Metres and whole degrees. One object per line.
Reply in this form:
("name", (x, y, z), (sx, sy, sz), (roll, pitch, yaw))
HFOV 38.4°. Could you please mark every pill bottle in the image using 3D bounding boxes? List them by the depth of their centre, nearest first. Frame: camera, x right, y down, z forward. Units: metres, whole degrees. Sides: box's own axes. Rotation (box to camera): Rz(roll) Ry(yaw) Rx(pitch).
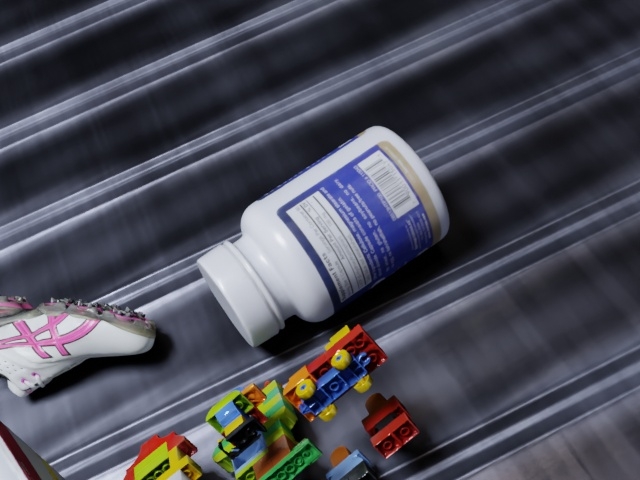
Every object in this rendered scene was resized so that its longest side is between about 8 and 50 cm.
("pill bottle", (0.000, 0.000, 0.745), (0.186, 0.112, 0.112), (-33, 55, -12))

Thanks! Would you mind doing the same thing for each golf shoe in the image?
("golf shoe", (-0.227, 0.089, 0.771), (0.186, 0.067, 0.086), (2, 84, 11))

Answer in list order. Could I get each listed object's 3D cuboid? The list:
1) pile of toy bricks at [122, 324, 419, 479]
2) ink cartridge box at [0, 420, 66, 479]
("pile of toy bricks", (-0.037, 0.141, 0.674), (0.212, 0.118, 0.105), (-39, 26, 4))
("ink cartridge box", (-0.211, 0.219, 0.597), (0.128, 0.176, 0.127), (-39, 59, -14))
